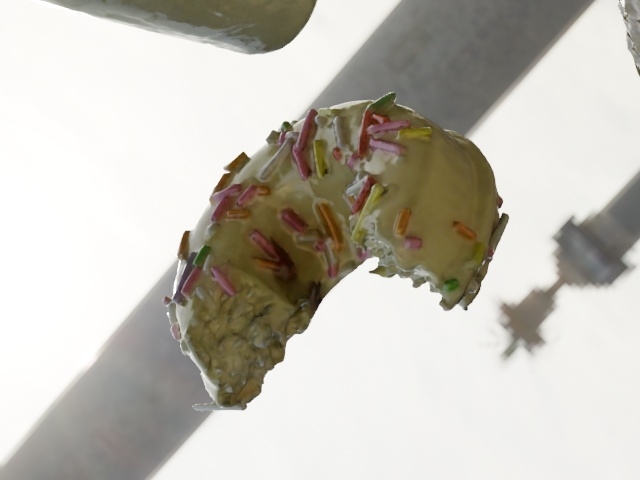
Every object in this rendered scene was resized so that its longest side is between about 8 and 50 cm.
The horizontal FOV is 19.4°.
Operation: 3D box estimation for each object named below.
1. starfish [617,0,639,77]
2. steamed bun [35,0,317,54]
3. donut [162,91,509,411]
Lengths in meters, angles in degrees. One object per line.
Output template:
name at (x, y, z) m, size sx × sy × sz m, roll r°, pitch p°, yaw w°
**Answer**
starfish at (0.293, -0.113, 1.315) m, size 0.432 × 0.082 × 0.324 m, roll 5°, pitch -111°, yaw -57°
steamed bun at (-0.123, -0.210, 1.096) m, size 0.250 × 0.155 × 0.200 m, roll 11°, pitch -169°, yaw -24°
donut at (0.007, -0.008, 1.905) m, size 0.150 × 0.371 × 0.307 m, roll 45°, pitch -146°, yaw -31°
